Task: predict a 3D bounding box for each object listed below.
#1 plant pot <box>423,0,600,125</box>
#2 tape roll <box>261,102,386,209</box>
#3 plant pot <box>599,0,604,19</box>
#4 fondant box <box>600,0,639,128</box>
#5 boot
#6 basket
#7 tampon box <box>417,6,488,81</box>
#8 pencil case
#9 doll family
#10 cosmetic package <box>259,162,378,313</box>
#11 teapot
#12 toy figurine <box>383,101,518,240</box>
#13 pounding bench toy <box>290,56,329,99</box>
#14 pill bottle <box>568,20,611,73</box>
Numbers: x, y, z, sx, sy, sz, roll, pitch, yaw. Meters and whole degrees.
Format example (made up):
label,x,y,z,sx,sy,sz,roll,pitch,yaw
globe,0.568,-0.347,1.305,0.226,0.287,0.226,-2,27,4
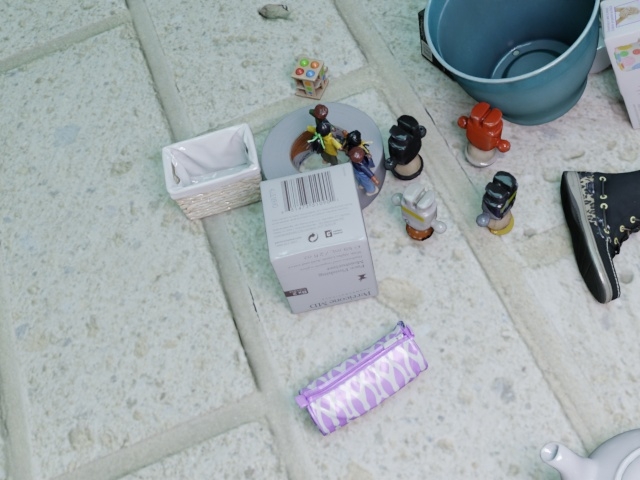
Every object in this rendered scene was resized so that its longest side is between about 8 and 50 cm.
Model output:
label,x,y,z,sx,sy,sz,roll,pitch,yaw
plant pot,0.342,-0.330,1.324,0.272,0.255,0.271,-8,69,23
tape roll,0.007,-0.141,1.407,0.219,0.072,0.219,-5,58,8
plant pot,0.652,-0.430,1.366,0.293,0.275,0.274,-28,57,13
fondant box,0.635,-0.312,1.231,0.330,0.238,0.096,-11,56,28
boot,0.488,-0.021,1.232,0.179,0.085,0.236,-8,58,4
basket,-0.187,-0.120,1.416,0.167,0.103,0.113,-16,57,1
tampon box,0.280,-0.406,1.483,0.161,0.120,0.101,-36,60,-11
pencil case,0.065,0.207,1.177,0.206,0.088,0.086,-34,57,-9
doll family,0.038,-0.153,1.300,0.193,0.111,0.076,33,70,26
cosmetic package,0.000,0.000,1.257,0.151,0.183,0.151,-13,56,4
teapot,0.438,0.338,0.965,0.256,0.187,0.252,-22,58,-3
toy figurine,0.218,-0.106,1.308,0.213,0.148,0.209,-10,64,3
pounding bench toy,-0.015,-0.329,1.529,0.052,0.065,0.083,15,63,19
pill bottle,0.484,-0.379,1.451,0.078,0.078,0.137,-20,58,-1
